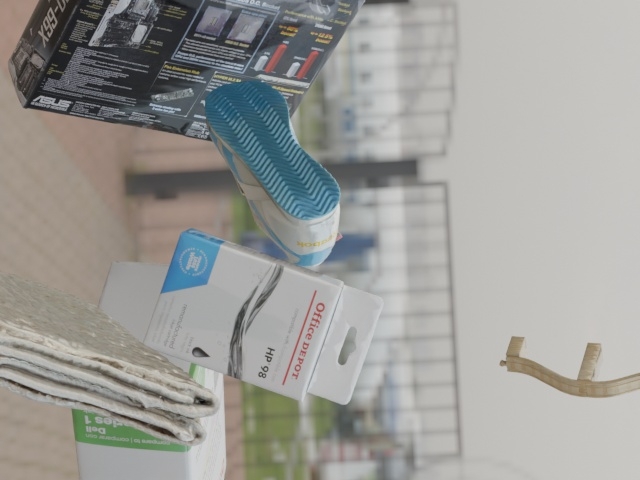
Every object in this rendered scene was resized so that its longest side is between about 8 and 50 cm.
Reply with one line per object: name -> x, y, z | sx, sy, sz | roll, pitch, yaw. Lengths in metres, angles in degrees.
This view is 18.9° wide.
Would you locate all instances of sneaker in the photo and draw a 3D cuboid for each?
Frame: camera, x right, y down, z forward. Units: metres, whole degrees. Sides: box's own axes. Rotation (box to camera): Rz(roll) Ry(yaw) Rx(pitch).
sneaker -> -0.053, -0.070, 1.893 | 0.092, 0.087, 0.229 | 92, -24, -46

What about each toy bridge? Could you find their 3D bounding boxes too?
toy bridge -> 0.274, 0.132, 1.958 | 0.063, 0.188, 0.026 | -65, 151, -47

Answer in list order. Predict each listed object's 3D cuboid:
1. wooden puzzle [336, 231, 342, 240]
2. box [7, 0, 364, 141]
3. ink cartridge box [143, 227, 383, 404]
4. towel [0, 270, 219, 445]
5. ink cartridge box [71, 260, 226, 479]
wooden puzzle -> 0.000, 0.000, 2.446 | 0.006, 0.049, 0.083 | 58, 6, 23
box -> -0.136, -0.222, 1.995 | 0.242, 0.307, 0.076 | -57, -140, 34
ink cartridge box -> -0.046, 0.067, 1.614 | 0.060, 0.180, 0.104 | -35, 144, -86
towel -> -0.199, 0.067, 1.324 | 0.282, 0.187, 0.049 | 27, -85, 62
ink cartridge box -> -0.166, 0.192, 1.914 | 0.201, 0.117, 0.278 | -80, 172, -51
